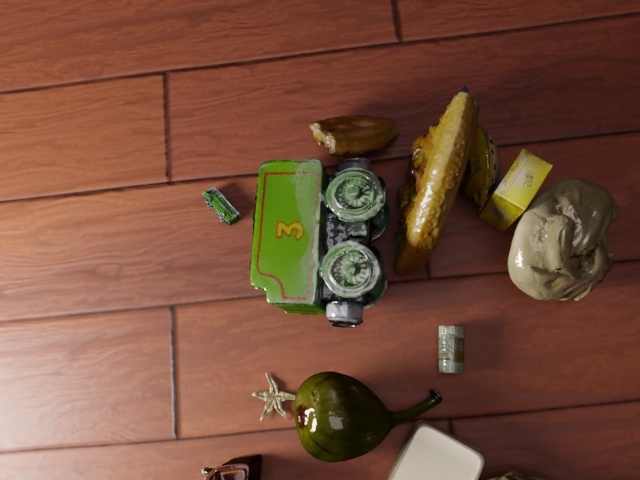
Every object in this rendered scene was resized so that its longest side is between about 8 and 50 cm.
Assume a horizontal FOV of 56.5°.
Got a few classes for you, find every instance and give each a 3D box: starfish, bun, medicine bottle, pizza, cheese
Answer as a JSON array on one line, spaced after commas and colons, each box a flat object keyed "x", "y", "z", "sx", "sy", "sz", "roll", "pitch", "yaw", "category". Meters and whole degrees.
[{"x": -0.083, "y": 0.288, "z": 1.100, "sx": 0.092, "sy": 0.016, "sz": 0.086, "roll": -3, "pitch": 79, "yaw": 10, "category": "starfish"}, {"x": 0.432, "y": 0.008, "z": 1.021, "sx": 0.237, "sy": 0.210, "sz": 0.116, "roll": -44, "pitch": 36, "yaw": -10, "category": "bun"}, {"x": 0.237, "y": 0.197, "z": 1.076, "sx": 0.047, "sy": 0.047, "sz": 0.083, "roll": 2, "pitch": 79, "yaw": 5, "category": "medicine bottle"}, {"x": 0.192, "y": -0.087, "z": 1.028, "sx": 0.087, "sy": 0.268, "sz": 0.258, "roll": 12, "pitch": 75, "yaw": -2, "category": "pizza"}, {"x": 0.046, "y": -0.202, "z": 1.150, "sx": 0.161, "sy": 0.182, "sz": 0.062, "roll": 21, "pitch": 123, "yaw": 26, "category": "pizza"}, {"x": 0.284, "y": -0.174, "z": 1.106, "sx": 0.064, "sy": 0.156, "sz": 0.250, "roll": -3, "pitch": 63, "yaw": -4, "category": "cheese"}]

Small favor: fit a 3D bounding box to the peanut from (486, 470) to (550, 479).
[{"x": 0.404, "y": 0.476, "z": 0.960, "sx": 0.325, "sy": 0.140, "sz": 0.153, "roll": 17, "pitch": 37, "yaw": 1, "category": "peanut"}]

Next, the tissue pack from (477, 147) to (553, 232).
[{"x": 0.343, "y": -0.084, "z": 1.062, "sx": 0.062, "sy": 0.176, "sz": 0.095, "roll": 33, "pitch": 82, "yaw": 10, "category": "tissue pack"}]

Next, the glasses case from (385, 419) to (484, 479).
[{"x": 0.156, "y": 0.474, "z": 1.012, "sx": 0.131, "sy": 0.070, "sz": 0.313, "roll": 26, "pitch": 81, "yaw": 10, "category": "glasses case"}]

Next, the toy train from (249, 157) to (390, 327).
[{"x": 0.000, "y": 0.000, "z": 1.081, "sx": 0.249, "sy": 0.173, "sz": 0.307, "roll": 1, "pitch": 78, "yaw": 11, "category": "toy train"}]

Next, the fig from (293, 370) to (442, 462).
[{"x": 0.082, "y": 0.311, "z": 1.049, "sx": 0.259, "sy": 0.151, "sz": 0.151, "roll": 6, "pitch": 77, "yaw": -22, "category": "fig"}]

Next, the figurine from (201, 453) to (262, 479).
[{"x": -0.160, "y": 0.408, "z": 1.010, "sx": 0.098, "sy": 0.154, "sz": 0.082, "roll": 8, "pitch": 79, "yaw": 10, "category": "figurine"}]

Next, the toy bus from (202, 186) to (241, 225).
[{"x": -0.198, "y": -0.068, "z": 1.179, "sx": 0.037, "sy": 0.031, "sz": 0.083, "roll": -40, "pitch": 78, "yaw": -12, "category": "toy bus"}]
